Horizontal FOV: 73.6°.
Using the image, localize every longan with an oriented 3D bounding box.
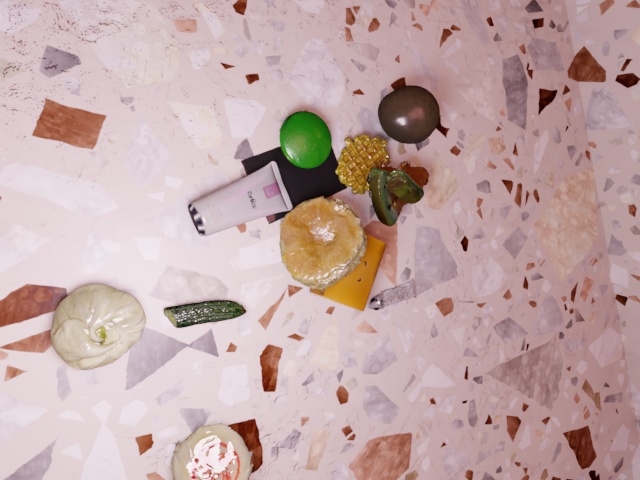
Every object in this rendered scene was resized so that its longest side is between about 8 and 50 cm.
[{"bbox_3d":[0.348,-0.504,1.701,0.248,0.248,0.248,-1,91,-27],"label":"longan"}]

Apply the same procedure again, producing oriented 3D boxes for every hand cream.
[{"bbox_3d":[-0.269,-0.129,1.456,0.359,0.118,0.185,-27,101,-28],"label":"hand cream"},{"bbox_3d":[0.295,0.237,1.778,0.257,0.050,0.084,-18,101,-32],"label":"hand cream"}]

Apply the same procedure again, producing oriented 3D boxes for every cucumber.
[{"bbox_3d":[-0.380,0.238,1.428,0.265,0.077,0.077,-6,94,-29],"label":"cucumber"}]

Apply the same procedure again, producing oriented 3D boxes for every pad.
[{"bbox_3d":[-0.086,-0.244,1.599,0.367,0.007,0.247,-27,102,-24],"label":"pad"}]

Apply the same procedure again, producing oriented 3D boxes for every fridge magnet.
[{"bbox_3d":[-0.054,-0.366,1.560,0.208,0.088,0.208,-1,92,-27],"label":"fridge magnet"}]

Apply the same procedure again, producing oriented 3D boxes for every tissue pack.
[{"bbox_3d":[0.098,0.102,1.623,0.194,0.145,0.274,25,79,-27],"label":"tissue pack"}]

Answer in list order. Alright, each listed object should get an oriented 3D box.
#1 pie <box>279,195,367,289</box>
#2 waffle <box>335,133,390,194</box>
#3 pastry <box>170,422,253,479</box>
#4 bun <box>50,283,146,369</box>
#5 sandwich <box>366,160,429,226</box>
[{"bbox_3d":[0.000,0.000,1.512,0.339,0.083,0.339,-4,75,13],"label":"pie"},{"bbox_3d":[0.175,-0.299,1.695,0.238,0.059,0.243,8,91,-29],"label":"waffle"},{"bbox_3d":[-0.352,0.726,1.387,0.265,0.133,0.265,6,64,-13],"label":"pastry"},{"bbox_3d":[-0.646,0.249,1.244,0.259,0.160,0.259,0,90,-24],"label":"bun"},{"bbox_3d":[0.339,-0.203,1.696,0.301,0.162,0.250,-33,126,-33],"label":"sandwich"}]
